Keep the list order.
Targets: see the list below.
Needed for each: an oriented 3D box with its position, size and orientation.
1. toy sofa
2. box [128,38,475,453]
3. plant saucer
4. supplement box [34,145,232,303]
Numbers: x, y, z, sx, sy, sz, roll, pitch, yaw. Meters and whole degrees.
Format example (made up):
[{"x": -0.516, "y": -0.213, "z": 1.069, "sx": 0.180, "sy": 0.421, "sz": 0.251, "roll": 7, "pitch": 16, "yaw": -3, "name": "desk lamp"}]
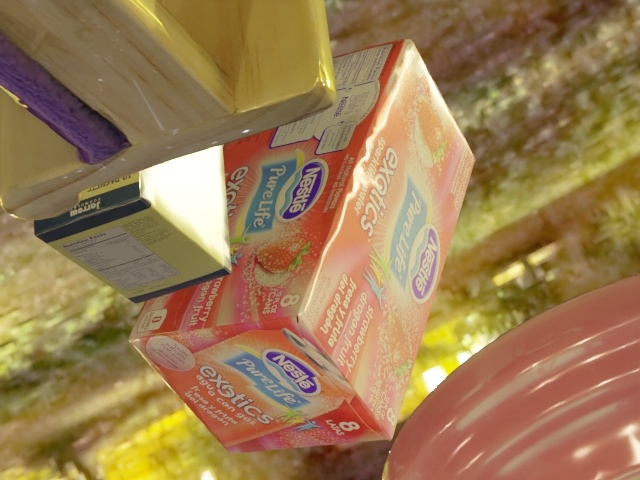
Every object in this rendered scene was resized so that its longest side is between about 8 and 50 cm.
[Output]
[{"x": -0.145, "y": -0.136, "z": 0.266, "sx": 0.177, "sy": 0.150, "sz": 0.362, "roll": -17, "pitch": 155, "yaw": 17, "name": "toy sofa"}, {"x": 0.000, "y": 0.000, "z": 0.945, "sx": 0.154, "sy": 0.142, "sz": 0.300, "roll": -11, "pitch": -140, "yaw": 32, "name": "box"}, {"x": 0.203, "y": 0.142, "z": 0.673, "sx": 0.332, "sy": 0.084, "sz": 0.332, "roll": -6, "pitch": 139, "yaw": -5, "name": "plant saucer"}, {"x": -0.088, "y": -0.028, "z": 0.578, "sx": 0.056, "sy": 0.083, "sz": 0.083, "roll": -18, "pitch": 149, "yaw": 18, "name": "supplement box"}]
